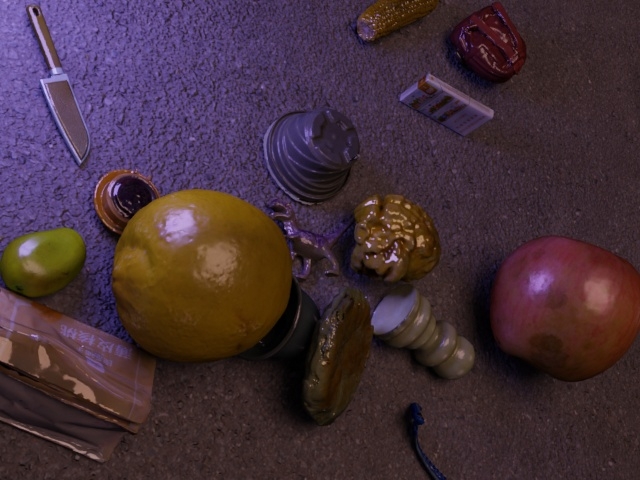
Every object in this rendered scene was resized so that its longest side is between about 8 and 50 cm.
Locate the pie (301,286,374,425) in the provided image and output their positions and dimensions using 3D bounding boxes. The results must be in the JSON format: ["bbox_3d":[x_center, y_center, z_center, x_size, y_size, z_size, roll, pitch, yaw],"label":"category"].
[{"bbox_3d":[0.035,0.233,1.657,0.306,0.071,0.307,8,90,-70],"label":"pie"}]

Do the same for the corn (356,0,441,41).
[{"bbox_3d":[0.209,-0.619,2.147,0.310,0.101,0.101,-33,92,-34],"label":"corn"}]

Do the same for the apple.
[{"bbox_3d":[0.592,0.170,1.952,0.363,0.364,0.364,12,67,-29],"label":"apple"}]

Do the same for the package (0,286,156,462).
[{"bbox_3d":[-0.441,0.223,1.382,0.311,0.165,0.221,31,59,-21],"label":"package"}]

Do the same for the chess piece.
[{"bbox_3d":[0.250,0.228,1.850,0.251,0.144,0.144,39,56,-22],"label":"chess piece"}]

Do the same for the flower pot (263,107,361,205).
[{"bbox_3d":[-0.002,-0.210,1.837,0.235,0.140,0.236,11,69,-30],"label":"flower pot"}]

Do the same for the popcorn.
[{"bbox_3d":[0.167,0.007,1.822,0.203,0.200,0.226,-72,154,-50],"label":"popcorn"}]

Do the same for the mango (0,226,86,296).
[{"bbox_3d":[-0.497,0.039,1.456,0.163,0.089,0.117,-20,71,-38],"label":"mango"}]

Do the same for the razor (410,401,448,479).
[{"bbox_3d":[0.271,0.522,1.802,0.056,0.093,0.324,-28,93,4],"label":"razor"}]

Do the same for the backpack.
[{"bbox_3d":[0.485,-0.547,2.267,0.229,0.139,0.229,13,63,-25],"label":"backpack"}]

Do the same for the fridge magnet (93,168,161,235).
[{"bbox_3d":[-0.378,-0.076,1.592,0.143,0.063,0.143,14,64,-31],"label":"fridge magnet"}]

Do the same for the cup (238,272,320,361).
[{"bbox_3d":[-0.072,0.170,1.647,0.150,0.199,0.199,32,56,-44],"label":"cup"}]

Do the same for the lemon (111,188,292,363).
[{"bbox_3d":[-0.216,0.065,1.487,0.347,0.348,0.348,12,67,-29],"label":"lemon"}]

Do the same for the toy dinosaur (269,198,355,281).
[{"bbox_3d":[0.001,-0.002,1.808,0.251,0.072,0.200,5,62,-22],"label":"toy dinosaur"}]

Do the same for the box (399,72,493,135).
[{"bbox_3d":[0.332,-0.353,2.110,0.220,0.122,0.032,24,60,-23],"label":"box"}]

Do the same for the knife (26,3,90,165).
[{"bbox_3d":[-0.530,-0.310,1.603,0.061,0.027,0.343,-20,87,-40],"label":"knife"}]
